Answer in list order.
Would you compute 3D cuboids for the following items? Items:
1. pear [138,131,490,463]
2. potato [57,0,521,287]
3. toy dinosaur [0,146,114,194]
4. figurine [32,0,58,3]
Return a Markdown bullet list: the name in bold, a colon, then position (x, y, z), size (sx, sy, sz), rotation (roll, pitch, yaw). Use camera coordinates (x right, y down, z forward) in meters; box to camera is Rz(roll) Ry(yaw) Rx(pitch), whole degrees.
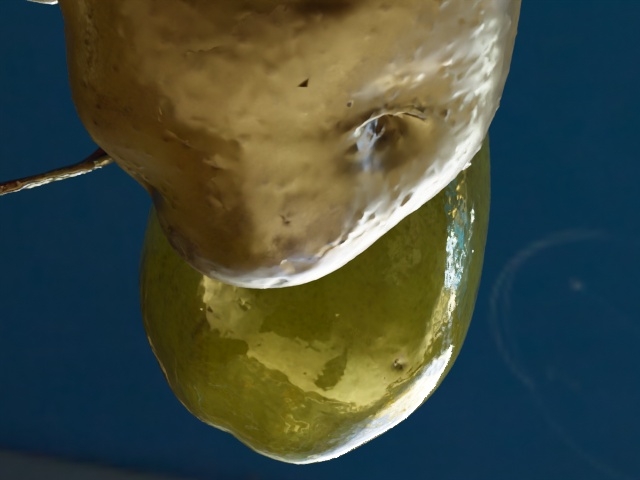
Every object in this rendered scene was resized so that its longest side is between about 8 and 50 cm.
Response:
- **pear**: position (0.000, 0.000, 1.378), size (0.252, 0.253, 0.307), rotation (13, -78, -22)
- **potato**: position (-0.005, -0.155, 0.769), size (0.195, 0.176, 0.369), rotation (12, -56, 6)
- **toy dinosaur**: position (-0.124, -0.181, 1.252), size (0.113, 0.206, 0.327), rotation (19, -71, -25)
- **figurine**: position (-0.170, -0.218, 1.164), size (0.098, 0.081, 0.146), rotation (-14, -54, -59)
